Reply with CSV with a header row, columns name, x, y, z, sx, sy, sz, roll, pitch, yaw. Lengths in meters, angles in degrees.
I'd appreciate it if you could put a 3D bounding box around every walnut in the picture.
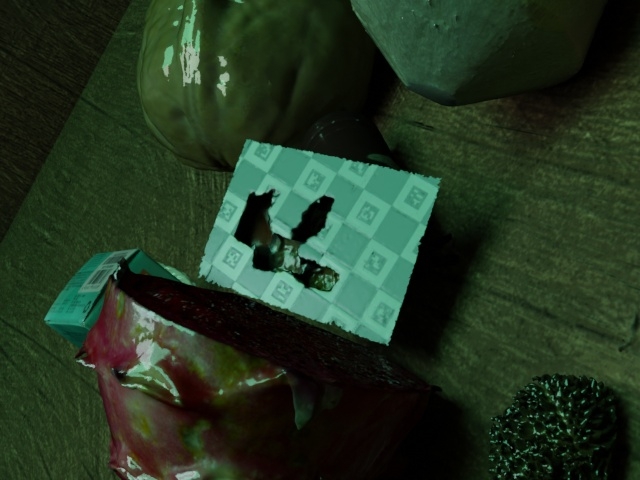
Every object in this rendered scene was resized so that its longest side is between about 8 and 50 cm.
name,x,y,z,sx,sy,sz,roll,pitch,yaw
walnut,-0.092,-0.266,1.989,0.381,0.381,0.381,-45,29,33

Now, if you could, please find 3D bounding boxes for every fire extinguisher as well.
name,x,y,z,sx,sy,sz,roll,pitch,yaw
fire extinguisher,0.067,-0.046,1.699,0.135,0.114,0.337,-14,30,-3

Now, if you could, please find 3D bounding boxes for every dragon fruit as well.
name,x,y,z,sx,sy,sz,roll,pitch,yaw
dragon fruit,-0.081,0.183,1.426,0.386,0.371,0.249,-142,70,-77

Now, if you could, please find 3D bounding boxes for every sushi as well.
name,x,y,z,sx,sy,sz,roll,pitch,yaw
sushi,0.000,0.000,1.585,0.279,0.043,0.192,14,82,33

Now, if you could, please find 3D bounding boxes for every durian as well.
name,x,y,z,sx,sy,sz,roll,pitch,yaw
durian,0.197,0.185,1.205,0.148,0.091,0.188,-57,26,10

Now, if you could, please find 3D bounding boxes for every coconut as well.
name,x,y,z,sx,sy,sz,roll,pitch,yaw
coconut,0.177,-0.295,1.533,0.297,0.297,0.309,-7,55,62

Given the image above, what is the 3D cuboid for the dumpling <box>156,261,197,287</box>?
name,x,y,z,sx,sy,sz,roll,pitch,yaw
dumpling,-0.246,0.157,2.091,0.179,0.131,0.252,5,79,41

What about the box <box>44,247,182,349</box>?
name,x,y,z,sx,sy,sz,roll,pitch,yaw
box,-0.165,0.145,1.687,0.118,0.311,0.205,-55,17,-14
